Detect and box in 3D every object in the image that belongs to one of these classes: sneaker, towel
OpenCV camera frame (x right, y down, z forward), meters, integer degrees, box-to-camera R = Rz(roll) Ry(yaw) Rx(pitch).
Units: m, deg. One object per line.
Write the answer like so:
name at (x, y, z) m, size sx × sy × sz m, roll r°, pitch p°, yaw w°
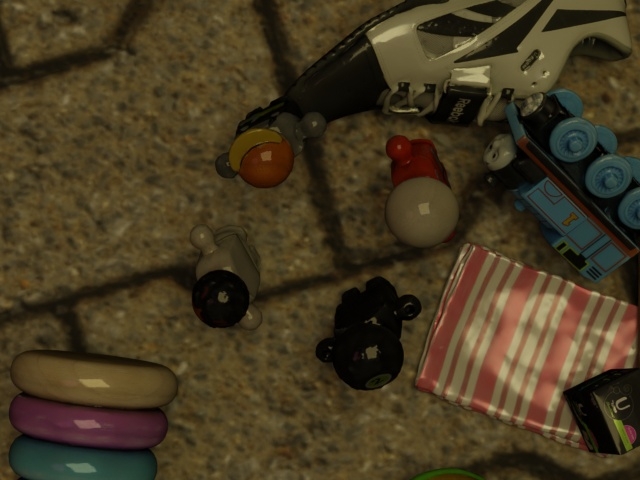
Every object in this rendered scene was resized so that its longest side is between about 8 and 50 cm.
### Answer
sneaker at (0.130, -0.151, 1.545) m, size 0.330 × 0.122 × 0.146 m, roll -25°, pitch 86°, yaw -9°
towel at (0.196, 0.098, 1.573) m, size 0.197 × 0.029 × 0.144 m, roll 20°, pitch 82°, yaw -5°

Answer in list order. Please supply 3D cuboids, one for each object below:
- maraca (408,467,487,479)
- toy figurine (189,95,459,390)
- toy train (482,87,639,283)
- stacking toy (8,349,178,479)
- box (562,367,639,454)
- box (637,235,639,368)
maraca at (0.126, 0.263, 1.514) m, size 0.186 × 0.099 × 0.127 m, roll 13°, pitch 83°, yaw -32°
toy figurine at (0.000, 0.000, 1.463) m, size 0.209 × 0.148 × 0.213 m, roll 20°, pitch 112°, yaw -5°
toy train at (0.220, -0.050, 1.529) m, size 0.105 × 0.080 × 0.184 m, roll -40°, pitch 119°, yaw 17°
stacking toy at (-0.205, 0.261, 1.459) m, size 0.141 × 0.141 × 0.330 m, roll 7°, pitch 89°, yaw -7°
box at (0.256, 0.148, 1.524) m, size 0.052 × 0.083 × 0.062 m, roll -24°, pitch 90°, yaw -12°
box at (0.367, 0.052, 1.596) m, size 0.164 × 0.021 × 0.201 m, roll 4°, pitch 81°, yaw -16°
